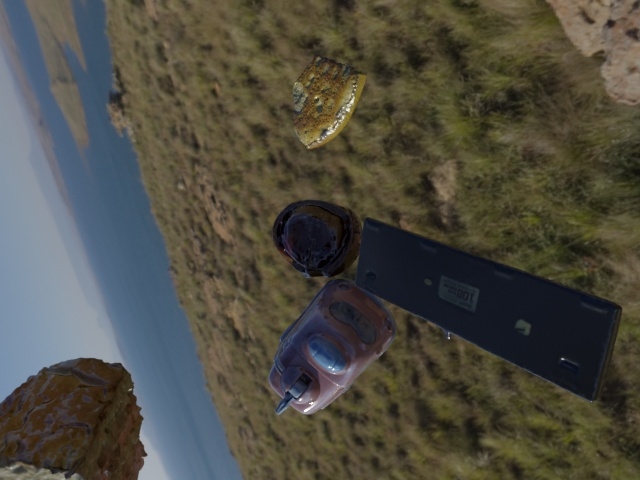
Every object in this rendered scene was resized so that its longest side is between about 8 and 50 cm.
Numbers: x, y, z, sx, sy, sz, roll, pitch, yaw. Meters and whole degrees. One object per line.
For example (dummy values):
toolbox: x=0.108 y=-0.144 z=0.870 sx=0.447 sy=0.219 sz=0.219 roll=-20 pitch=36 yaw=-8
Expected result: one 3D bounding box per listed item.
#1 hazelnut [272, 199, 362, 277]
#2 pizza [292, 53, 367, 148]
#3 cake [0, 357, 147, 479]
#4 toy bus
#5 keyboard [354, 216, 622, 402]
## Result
hazelnut: x=0.001 y=-0.008 z=1.233 sx=0.202 sy=0.161 sz=0.170 roll=0 pitch=100 yaw=48
pizza: x=0.008 y=-0.191 z=0.749 sx=0.160 sy=0.036 sz=0.099 roll=-44 pitch=64 yaw=48
cake: x=-0.533 y=0.448 z=1.134 sx=0.314 sy=0.293 sz=0.306 roll=-77 pitch=-11 yaw=-63
toy bus: x=0.013 y=0.237 z=1.188 sx=0.197 sy=0.232 sz=0.294 roll=42 pitch=114 yaw=4
keyboard: x=0.155 y=0.060 z=0.598 sx=0.317 sy=0.027 sz=0.106 roll=24 pitch=114 yaw=47
